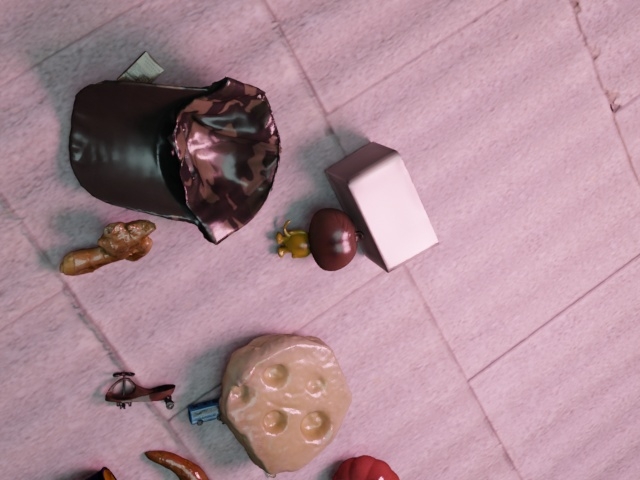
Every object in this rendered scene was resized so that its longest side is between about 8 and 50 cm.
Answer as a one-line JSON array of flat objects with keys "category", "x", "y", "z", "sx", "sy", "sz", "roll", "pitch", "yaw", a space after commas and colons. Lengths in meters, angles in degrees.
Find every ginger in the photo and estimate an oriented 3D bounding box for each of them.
[{"category": "ginger", "x": -0.434, "y": 0.012, "z": 1.671, "sx": 0.214, "sy": 0.133, "sz": 0.058, "roll": -16, "pitch": 67, "yaw": -9}]

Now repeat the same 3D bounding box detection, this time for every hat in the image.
[{"category": "hat", "x": -0.293, "y": -0.201, "z": 1.667, "sx": 0.382, "sy": 0.257, "sz": 0.366, "roll": 20, "pitch": 116, "yaw": 11}]

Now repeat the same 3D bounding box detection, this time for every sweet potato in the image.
[{"category": "sweet potato", "x": -0.296, "y": 0.559, "z": 1.891, "sx": 0.078, "sy": 0.058, "sz": 0.255, "roll": -33, "pitch": 110, "yaw": 12}]

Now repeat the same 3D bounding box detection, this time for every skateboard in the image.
[{"category": "skateboard", "x": -0.394, "y": 0.328, "z": 1.795, "sx": 0.152, "sy": 0.067, "sz": 0.080, "roll": 1, "pitch": 94, "yaw": -17}]

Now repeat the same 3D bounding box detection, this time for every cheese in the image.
[{"category": "cheese", "x": -0.086, "y": 0.370, "z": 1.869, "sx": 0.318, "sy": 0.115, "sz": 0.326, "roll": 18, "pitch": 88, "yaw": -29}]

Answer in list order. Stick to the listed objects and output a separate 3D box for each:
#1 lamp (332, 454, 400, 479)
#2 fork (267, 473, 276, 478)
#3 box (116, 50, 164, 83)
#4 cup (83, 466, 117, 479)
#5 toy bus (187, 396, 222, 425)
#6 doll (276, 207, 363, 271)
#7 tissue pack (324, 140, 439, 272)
[{"category": "lamp", "x": 0.117, "y": 0.609, "z": 2.008, "sx": 0.182, "sy": 0.140, "sz": 0.181, "roll": 9, "pitch": 113, "yaw": 23}, {"category": "fork", "x": -0.164, "y": 0.488, "z": 1.935, "sx": 0.034, "sy": 0.028, "sz": 0.219, "roll": -35, "pitch": 113, "yaw": -13}, {"category": "box", "x": -0.363, "y": -0.334, "z": 1.650, "sx": 0.083, "sy": 0.024, "sz": 0.053, "roll": -48, "pitch": 114, "yaw": -5}, {"category": "cup", "x": -0.523, "y": 0.664, "z": 1.769, "sx": 0.256, "sy": 0.178, "sz": 0.254, "roll": -29, "pitch": 110, "yaw": -9}, {"category": "toy bus", "x": -0.260, "y": 0.391, "z": 1.870, "sx": 0.083, "sy": 0.038, "sz": 0.045, "roll": -11, "pitch": 104, "yaw": -18}, {"category": "doll", "x": -0.002, "y": -0.009, "z": 1.821, "sx": 0.188, "sy": 0.096, "sz": 0.145, "roll": 18, "pitch": 108, "yaw": 6}, {"category": "tissue pack", "x": 0.135, "y": -0.074, "z": 1.832, "sx": 0.136, "sy": 0.159, "sz": 0.246, "roll": -31, "pitch": 113, "yaw": -9}]
